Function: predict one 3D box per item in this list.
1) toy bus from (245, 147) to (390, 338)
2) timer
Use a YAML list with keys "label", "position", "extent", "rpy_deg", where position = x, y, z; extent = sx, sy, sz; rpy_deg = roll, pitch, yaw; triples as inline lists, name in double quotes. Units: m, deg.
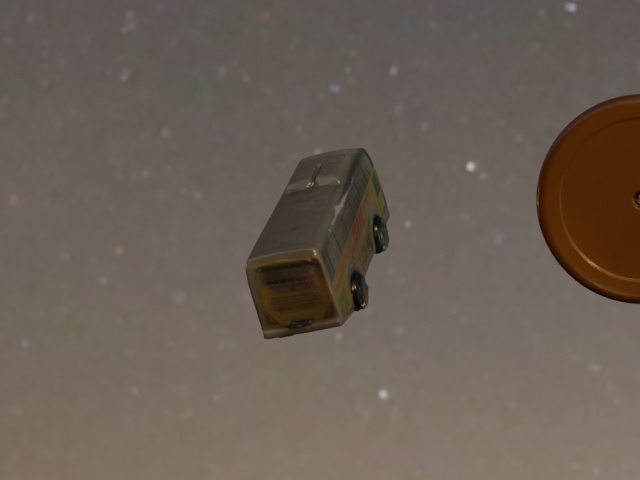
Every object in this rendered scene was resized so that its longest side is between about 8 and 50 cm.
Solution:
- label: "toy bus"
  position: [0.000, 0.000, 1.666]
  extent: [0.092, 0.268, 0.106]
  rpy_deg: [-10, -68, 17]
- label: "timer"
  position: [0.214, -0.030, 1.185]
  extent: [0.132, 0.132, 0.152]
  rpy_deg: [12, 6, 10]
